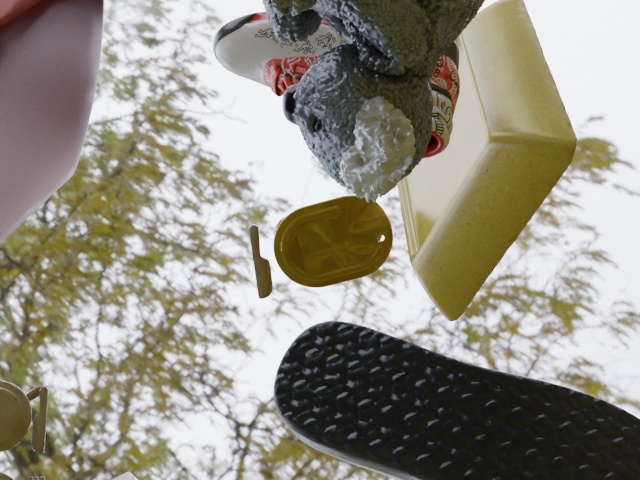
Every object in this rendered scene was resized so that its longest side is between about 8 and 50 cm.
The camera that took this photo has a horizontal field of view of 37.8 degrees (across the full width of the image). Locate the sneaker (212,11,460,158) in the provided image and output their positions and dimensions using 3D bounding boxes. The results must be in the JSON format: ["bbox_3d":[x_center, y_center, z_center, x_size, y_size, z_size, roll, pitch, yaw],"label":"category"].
[{"bbox_3d":[0.011,-0.156,0.987,0.090,0.270,0.144,92,-177,-63],"label":"sneaker"}]

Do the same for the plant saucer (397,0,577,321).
[{"bbox_3d":[0.187,-0.118,1.245,0.081,0.332,0.332,11,-46,-17],"label":"plant saucer"}]

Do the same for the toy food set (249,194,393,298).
[{"bbox_3d":[0.000,0.000,1.411,0.218,0.071,0.128,-14,-77,4],"label":"toy food set"}]

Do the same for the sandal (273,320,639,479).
[{"bbox_3d":[0.166,0.204,0.899,0.167,0.446,0.107,-58,-25,-17],"label":"sandal"}]

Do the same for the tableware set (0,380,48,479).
[{"bbox_3d":[-0.392,0.267,1.131,0.039,0.128,0.194,97,175,-80],"label":"tableware set"}]

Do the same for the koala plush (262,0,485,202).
[{"bbox_3d":[0.044,-0.144,0.793,0.204,0.196,0.221,0,-86,-1],"label":"koala plush"}]

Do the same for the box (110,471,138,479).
[{"bbox_3d":[-0.031,0.252,0.387,0.063,0.067,0.323,-28,-77,-20],"label":"box"}]

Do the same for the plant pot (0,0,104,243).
[{"bbox_3d":[-0.307,-0.143,0.670,0.235,0.267,0.267,-50,7,37],"label":"plant pot"}]
